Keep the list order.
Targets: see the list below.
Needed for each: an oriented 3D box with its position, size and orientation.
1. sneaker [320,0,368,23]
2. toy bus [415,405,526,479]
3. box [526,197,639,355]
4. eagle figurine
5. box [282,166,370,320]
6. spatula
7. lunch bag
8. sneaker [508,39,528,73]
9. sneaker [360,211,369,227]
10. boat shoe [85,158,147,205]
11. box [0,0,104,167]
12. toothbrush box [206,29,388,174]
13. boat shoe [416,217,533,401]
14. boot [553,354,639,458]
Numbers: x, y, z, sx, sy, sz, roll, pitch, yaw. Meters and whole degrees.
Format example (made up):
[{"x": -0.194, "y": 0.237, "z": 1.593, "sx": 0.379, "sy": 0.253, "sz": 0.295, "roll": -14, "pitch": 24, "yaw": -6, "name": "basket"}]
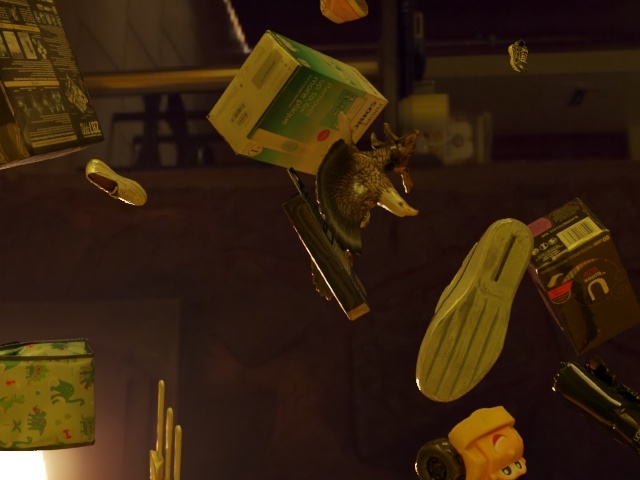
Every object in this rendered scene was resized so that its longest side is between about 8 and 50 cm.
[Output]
[{"x": 0.016, "y": -0.412, "z": 1.481, "sx": 0.134, "sy": 0.070, "sz": 0.051, "roll": 48, "pitch": 40, "yaw": -37, "name": "sneaker"}, {"x": 0.208, "y": 0.351, "z": 1.122, "sx": 0.149, "sy": 0.211, "sz": 0.220, "roll": -5, "pitch": 130, "yaw": -47, "name": "toy bus"}, {"x": 0.535, "y": 0.077, "z": 1.862, "sx": 0.270, "sy": 0.165, "sz": 0.143, "roll": 56, "pitch": 7, "yaw": -33, "name": "box"}, {"x": 0.063, "y": -0.075, "z": 1.570, "sx": 0.298, "sy": 0.225, "sz": 0.226, "roll": -45, "pitch": 117, "yaw": -23, "name": "eagle figurine"}, {"x": 0.000, "y": 0.000, "z": 1.285, "sx": 0.225, "sy": 0.037, "sz": 0.136, "roll": 61, "pitch": 4, "yaw": -5, "name": "box"}, {"x": -0.249, "y": 0.355, "z": 1.440, "sx": 0.168, "sy": 0.019, "sz": 0.242, "roll": -127, "pitch": -143, "yaw": -55, "name": "spatula"}, {"x": -0.367, "y": 0.197, "z": 1.144, "sx": 0.096, "sy": 0.151, "sz": 0.128, "roll": -161, "pitch": -110, "yaw": -66, "name": "lunch bag"}, {"x": 0.402, "y": -0.371, "z": 1.809, "sx": 0.035, "sy": 0.031, "sz": 0.083, "roll": -47, "pitch": -138, "yaw": 42, "name": "sneaker"}, {"x": 0.081, "y": -0.058, "z": 1.834, "sx": 0.135, "sy": 0.058, "sz": 0.052, "roll": -49, "pitch": -169, "yaw": 44, "name": "sneaker"}, {"x": -0.288, "y": -0.074, "z": 1.264, "sx": 0.100, "sy": 0.035, "sz": 0.035, "roll": 39, "pitch": 28, "yaw": -31, "name": "boat shoe"}, {"x": -0.525, "y": -0.297, "z": 1.567, "sx": 0.395, "sy": 0.097, "sz": 0.318, "roll": -69, "pitch": 139, "yaw": -79, "name": "box"}, {"x": -0.041, "y": -0.260, "z": 1.784, "sx": 0.296, "sy": 0.216, "sz": 0.126, "roll": 10, "pitch": 35, "yaw": -54, "name": "toothbrush box"}, {"x": 0.176, "y": 0.083, "z": 1.025, "sx": 0.226, "sy": 0.083, "sz": 0.076, "roll": -58, "pitch": -179, "yaw": -12, "name": "boat shoe"}, {"x": 0.472, "y": 0.260, "z": 1.321, "sx": 0.207, "sy": 0.246, "sz": 0.094, "roll": 41, "pitch": -75, "yaw": 44, "name": "boot"}]
